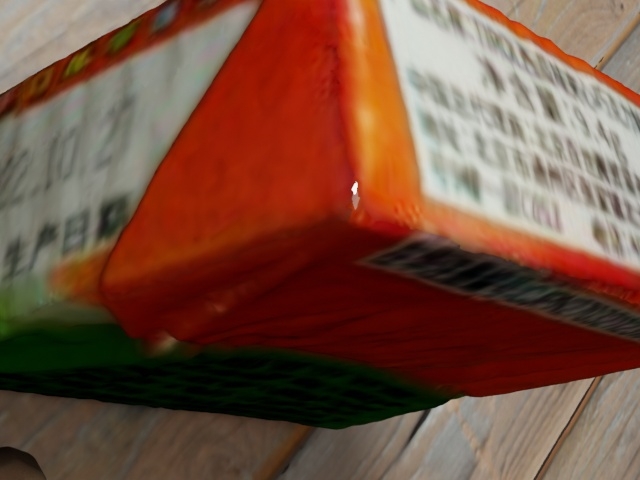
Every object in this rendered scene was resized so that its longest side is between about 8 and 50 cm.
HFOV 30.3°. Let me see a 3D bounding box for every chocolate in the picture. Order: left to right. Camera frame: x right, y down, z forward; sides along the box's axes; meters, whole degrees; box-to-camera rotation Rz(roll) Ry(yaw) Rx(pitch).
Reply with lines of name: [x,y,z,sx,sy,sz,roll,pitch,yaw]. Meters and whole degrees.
chocolate: [0.000,0.000,0.659,0.360,0.341,0.161,15,64,-46]

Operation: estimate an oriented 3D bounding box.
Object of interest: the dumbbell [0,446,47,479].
dumbbell: [-0.162,0.227,0.631,0.082,0.092,0.231,-17,100,-21]
